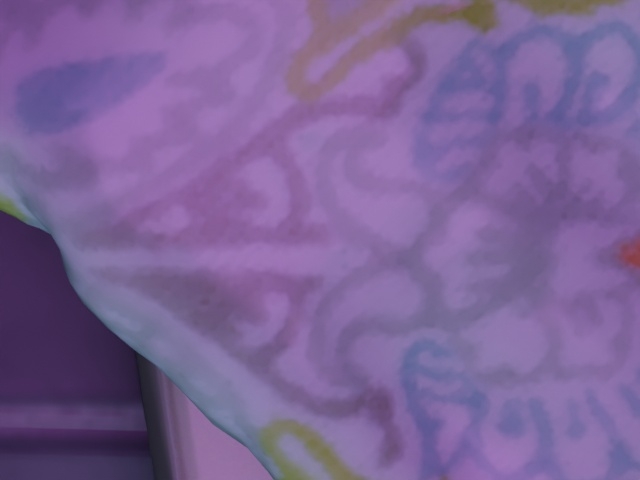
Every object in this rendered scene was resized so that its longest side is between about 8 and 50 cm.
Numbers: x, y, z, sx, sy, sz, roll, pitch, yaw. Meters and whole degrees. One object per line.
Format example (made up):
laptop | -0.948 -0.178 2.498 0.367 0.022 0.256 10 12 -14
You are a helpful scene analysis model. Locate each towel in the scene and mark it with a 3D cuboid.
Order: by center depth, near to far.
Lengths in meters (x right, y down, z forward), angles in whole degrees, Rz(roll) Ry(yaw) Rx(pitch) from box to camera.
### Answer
towel | 0.138 -0.017 0.456 0.320 0.090 0.374 -43 103 -1

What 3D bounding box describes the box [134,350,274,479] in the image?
box | 0.000 0.000 0.538 0.113 0.094 0.275 -8 96 -9
